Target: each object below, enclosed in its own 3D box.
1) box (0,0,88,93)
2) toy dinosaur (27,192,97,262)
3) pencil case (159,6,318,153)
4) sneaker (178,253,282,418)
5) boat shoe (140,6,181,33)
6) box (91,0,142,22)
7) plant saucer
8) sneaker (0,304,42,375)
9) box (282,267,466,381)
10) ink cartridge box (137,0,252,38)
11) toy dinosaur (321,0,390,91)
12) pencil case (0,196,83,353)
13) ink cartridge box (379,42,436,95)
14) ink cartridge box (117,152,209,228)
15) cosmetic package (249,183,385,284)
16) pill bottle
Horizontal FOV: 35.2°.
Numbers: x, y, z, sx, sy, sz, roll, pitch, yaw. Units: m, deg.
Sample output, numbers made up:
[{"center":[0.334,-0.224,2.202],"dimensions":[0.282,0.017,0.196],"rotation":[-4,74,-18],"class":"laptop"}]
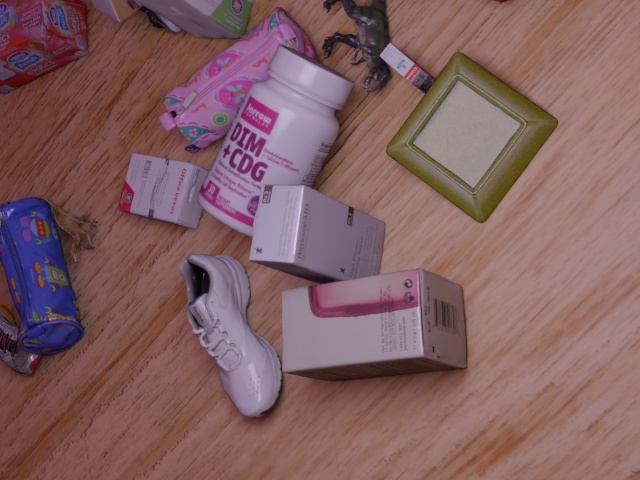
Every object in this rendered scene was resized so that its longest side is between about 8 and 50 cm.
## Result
[{"center":[-0.606,-0.409,2.049],"dimensions":[0.256,0.128,0.123],"rotation":[-18,70,29],"class":"box"},{"center":[-0.468,-0.034,1.888],"dimensions":[0.053,0.092,0.183],"rotation":[-44,62,12],"class":"toy dinosaur"},{"center":[-0.141,-0.271,1.722],"dimensions":[0.284,0.124,0.124],"rotation":[-32,63,21],"class":"pencil case"},{"center":[-0.159,0.151,1.626],"dimensions":[0.111,0.129,0.297],"rotation":[-34,63,19],"class":"sneaker"},{"center":[-0.306,-0.424,1.913],"dimensions":[0.040,0.049,0.142],"rotation":[-54,50,17],"class":"boat shoe"},{"center":[-0.355,-0.514,1.874],"dimensions":[0.091,0.130,0.170],"rotation":[34,67,33],"class":"box"},{"center":[0.215,-0.153,1.476],"dimensions":[0.188,0.045,0.188],"rotation":[38,100,13],"class":"plant saucer"},{"center":[-0.614,0.188,1.929],"dimensions":[0.225,0.092,0.088],"rotation":[27,93,34],"class":"sneaker"},{"center":[0.077,0.128,1.468],"dimensions":[0.232,0.148,0.127],"rotation":[-10,73,30],"class":"box"},{"center":[-0.196,-0.558,1.775],"dimensions":[0.119,0.207,0.354],"rotation":[8,82,32],"class":"ink cartridge box"},{"center":[0.062,-0.357,1.651],"dimensions":[0.118,0.064,0.268],"rotation":[0,75,16],"class":"toy dinosaur"},{"center":[-0.537,0.059,1.888],"dimensions":[0.119,0.133,0.306],"rotation":[-31,64,18],"class":"pencil case"},{"center":[0.149,-0.257,1.568],"dimensions":[0.029,0.063,0.115],"rotation":[-52,59,13],"class":"ink cartridge box"},{"center":[-0.277,-0.089,1.798],"dimensions":[0.150,0.063,0.109],"rotation":[13,85,34],"class":"ink cartridge box"},{"center":[0.000,0.000,1.498],"dimensions":[0.085,0.231,0.117],"rotation":[3,80,33],"class":"cosmetic package"},{"center":[-0.068,-0.154,1.606],"dimensions":[0.160,0.160,0.283],"rotation":[35,104,34],"class":"pill bottle"}]
